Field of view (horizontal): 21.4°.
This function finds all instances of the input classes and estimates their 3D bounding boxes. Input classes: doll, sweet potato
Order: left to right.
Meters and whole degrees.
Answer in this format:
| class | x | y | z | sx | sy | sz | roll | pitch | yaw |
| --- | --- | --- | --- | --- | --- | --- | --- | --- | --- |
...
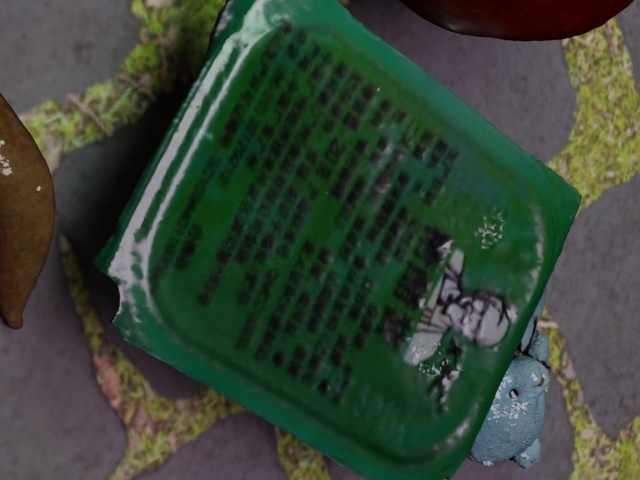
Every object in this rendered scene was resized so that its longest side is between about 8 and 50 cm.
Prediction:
| class | x | y | z | sx | sy | sz | roll | pitch | yaw |
| --- | --- | --- | --- | --- | --- | --- | --- | --- | --- |
| sweet potato | -0.215 | -0.072 | 1.021 | 0.067 | 0.059 | 0.281 | -32 | 113 | -18 |
| doll | 0.151 | 0.087 | 1.300 | 0.120 | 0.075 | 0.179 | 24 | 83 | -39 |

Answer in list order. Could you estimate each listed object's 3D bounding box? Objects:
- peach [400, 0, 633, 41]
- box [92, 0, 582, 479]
| class | x | y | z | sx | sy | sz | roll | pitch | yaw |
| --- | --- | --- | --- | --- | --- | --- | --- | --- | --- |
| peach | 0.164 | -0.286 | 1.092 | 0.258 | 0.201 | 0.361 | -25 | 139 | -49 |
| box | 0.000 | 0.000 | 1.161 | 0.337 | 0.106 | 0.264 | 35 | 76 | -35 |
